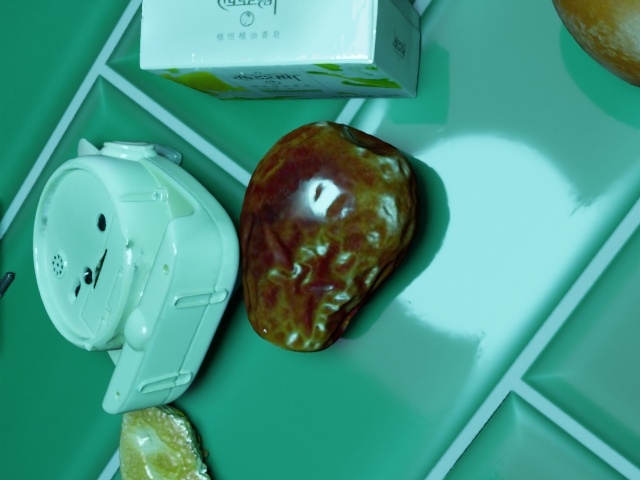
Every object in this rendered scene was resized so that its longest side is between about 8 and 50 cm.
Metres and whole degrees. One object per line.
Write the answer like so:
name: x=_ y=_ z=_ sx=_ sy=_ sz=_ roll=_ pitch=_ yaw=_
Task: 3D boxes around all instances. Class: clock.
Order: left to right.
clock: x=-0.243 y=0.018 z=0.944 sx=0.324 sy=0.108 sz=0.265 roll=43 pitch=122 yaw=34

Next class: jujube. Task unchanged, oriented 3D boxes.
jujube: x=0.000 y=0.000 z=0.872 sx=0.190 sy=0.190 sz=0.255 roll=23 pitch=105 yaw=18

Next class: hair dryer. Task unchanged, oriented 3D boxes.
hair dryer: x=-0.455 y=0.075 z=1.107 sx=0.047 sy=0.026 sz=0.083 roll=41 pitch=99 yaw=15

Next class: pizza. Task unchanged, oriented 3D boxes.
pizza: x=-0.188 y=0.299 z=0.993 sx=0.134 sy=0.056 sz=0.271 roll=-28 pitch=79 yaw=19

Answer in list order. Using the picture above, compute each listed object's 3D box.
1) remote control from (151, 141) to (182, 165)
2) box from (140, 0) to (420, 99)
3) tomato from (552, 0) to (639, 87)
remote control: x=-0.219 y=-0.063 z=1.028 sx=0.053 sy=0.018 sz=0.124 roll=22 pitch=96 yaw=20
box: x=-0.037 y=-0.222 z=0.873 sx=0.260 sy=0.194 sz=0.111 roll=5 pitch=91 yaw=20
tomato: x=0.347 y=-0.253 z=0.710 sx=0.265 sy=0.265 sz=0.265 roll=0 pitch=89 yaw=19
